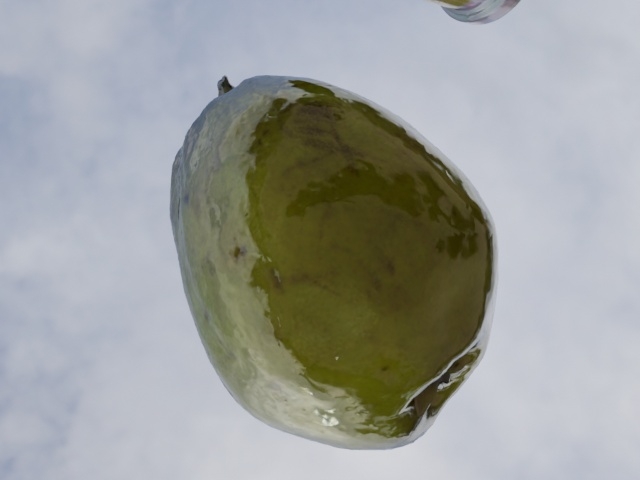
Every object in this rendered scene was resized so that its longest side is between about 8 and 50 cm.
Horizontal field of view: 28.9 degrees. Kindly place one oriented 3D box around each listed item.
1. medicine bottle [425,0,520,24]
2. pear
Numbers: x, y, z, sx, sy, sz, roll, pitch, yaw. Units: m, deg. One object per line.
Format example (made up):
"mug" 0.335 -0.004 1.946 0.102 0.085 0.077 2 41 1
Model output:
"medicine bottle" -0.049 -0.223 0.770 0.426 0.108 0.108 5 -109 -36
"pear" 0.000 0.000 1.090 0.287 0.287 0.375 -18 -114 -36
